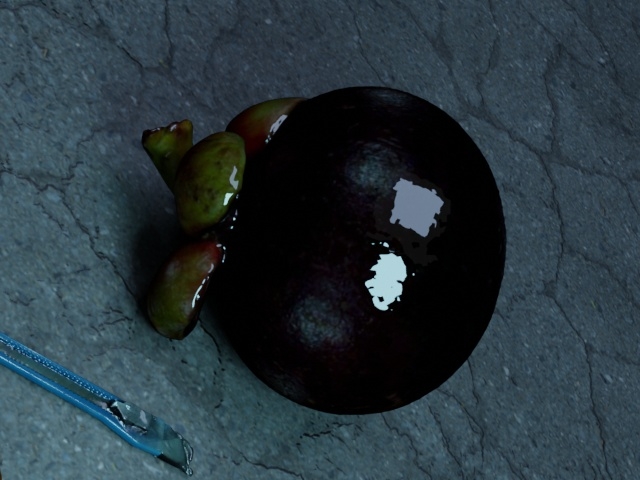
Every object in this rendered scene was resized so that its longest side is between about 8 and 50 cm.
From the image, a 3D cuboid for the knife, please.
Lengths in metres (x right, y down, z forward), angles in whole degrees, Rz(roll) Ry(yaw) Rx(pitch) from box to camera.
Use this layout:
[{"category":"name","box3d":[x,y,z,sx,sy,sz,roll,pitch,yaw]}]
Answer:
[{"category":"knife","box3d":[-0.245,0.168,1.792,0.296,0.026,0.044,34,52,-28]}]

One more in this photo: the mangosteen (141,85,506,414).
[{"category":"mangosteen","box3d":[0.000,0.000,1.941,0.435,0.382,0.382,16,49,-20]}]

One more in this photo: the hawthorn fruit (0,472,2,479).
[{"category":"hawthorn fruit","box3d":[-0.357,0.222,1.509,0.169,0.169,0.188,-5,65,-51]}]
